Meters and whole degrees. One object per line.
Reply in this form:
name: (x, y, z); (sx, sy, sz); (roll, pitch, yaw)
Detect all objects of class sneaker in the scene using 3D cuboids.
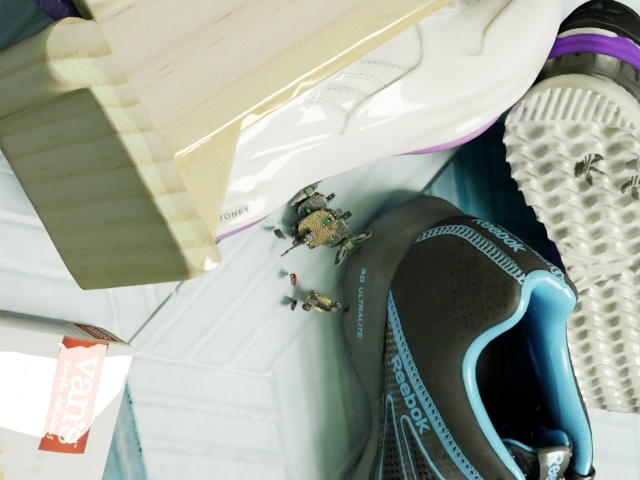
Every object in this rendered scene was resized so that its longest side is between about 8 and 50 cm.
sneaker: (0.189, -0.022, 1.057); (0.146, 0.102, 0.293); (-71, 154, -42)
sneaker: (0.003, -0.108, 0.912); (0.305, 0.114, 0.152); (-26, 115, -24)
sneaker: (0.088, 0.151, 1.014); (0.125, 0.140, 0.340); (-18, 112, -29)

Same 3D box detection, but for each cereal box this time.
cereal box: (-0.224, 0.113, 0.865); (0.240, 0.047, 0.173); (11, 96, -33)

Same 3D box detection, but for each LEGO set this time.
LEGO set: (-0.003, 0.001, 0.992); (0.054, 0.023, 0.083); (18, 110, -10)

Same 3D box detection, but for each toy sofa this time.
toy sofa: (0.010, -0.139, 0.792); (0.362, 0.150, 0.177); (-34, 102, -24)
